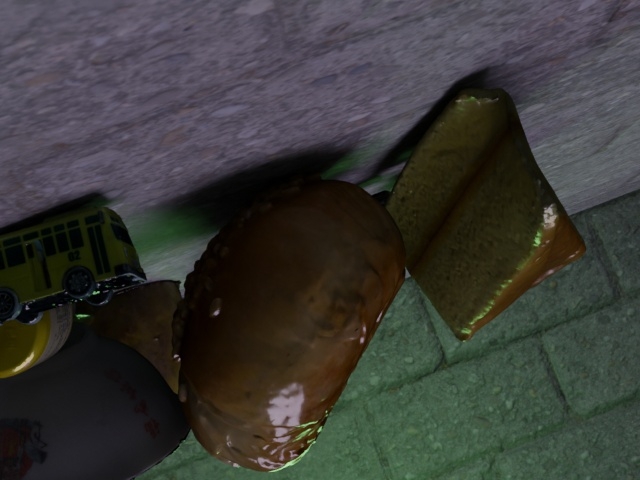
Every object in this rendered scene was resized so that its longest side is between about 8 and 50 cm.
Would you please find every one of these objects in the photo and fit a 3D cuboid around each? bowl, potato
[{"bbox_3d":[-0.352,0.205,1.317,0.345,0.157,0.345,-10,-165,3],"label":"bowl"},{"bbox_3d":[-0.319,0.228,1.721,0.229,0.266,0.229,-18,174,-2],"label":"potato"}]

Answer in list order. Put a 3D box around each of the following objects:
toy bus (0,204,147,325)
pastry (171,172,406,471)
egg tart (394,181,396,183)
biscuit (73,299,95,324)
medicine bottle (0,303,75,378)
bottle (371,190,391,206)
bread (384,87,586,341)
[{"bbox_3d":[-0.283,0.027,1.057,0.175,0.101,0.088,-16,169,1],"label":"toy bus"},{"bbox_3d":[-0.054,0.101,1.316,0.410,0.245,0.409,-59,172,-13],"label":"pastry"},{"bbox_3d":[0.199,-0.077,1.620,0.212,0.090,0.212,-19,172,-3],"label":"egg tart"},{"bbox_3d":[-0.505,0.154,1.420,0.394,0.070,0.350,-15,170,-35],"label":"biscuit"},{"bbox_3d":[-0.360,0.091,1.211,0.121,0.122,0.212,-22,-178,4],"label":"medicine bottle"},{"bbox_3d":[0.000,0.000,1.542,0.260,0.112,0.112,-22,172,6],"label":"bottle"},{"bbox_3d":[0.186,-0.038,1.288,0.245,0.233,0.361,-37,163,8],"label":"bread"}]
